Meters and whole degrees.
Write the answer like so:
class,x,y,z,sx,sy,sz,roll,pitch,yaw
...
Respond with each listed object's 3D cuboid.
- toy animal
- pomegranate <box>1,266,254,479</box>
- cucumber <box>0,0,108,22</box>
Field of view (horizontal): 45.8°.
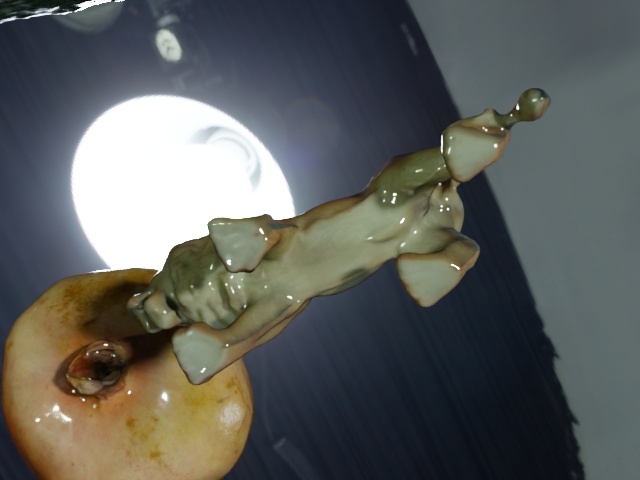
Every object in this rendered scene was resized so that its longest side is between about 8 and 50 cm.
class,x,y,z,sx,sy,sz,roll,pitch,yaw
toy animal,0.000,0.000,0.505,0.312,0.097,0.157,-23,10,8
pomegranate,-0.187,0.143,0.733,0.229,0.252,0.270,-15,-24,-2
cucumber,-0.138,-0.184,0.482,0.293,0.068,0.067,-19,2,-20
